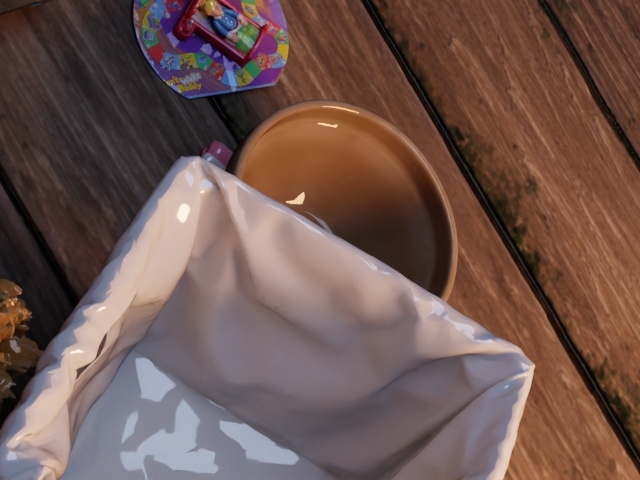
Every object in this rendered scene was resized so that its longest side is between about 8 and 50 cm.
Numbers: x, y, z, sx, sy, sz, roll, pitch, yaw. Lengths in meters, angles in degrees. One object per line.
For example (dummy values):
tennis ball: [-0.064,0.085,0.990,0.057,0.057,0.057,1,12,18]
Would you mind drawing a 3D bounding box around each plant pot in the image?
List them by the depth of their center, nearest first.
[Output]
plant pot: [0.000,0.000,1.520,0.237,0.109,0.237,13,65,-28]

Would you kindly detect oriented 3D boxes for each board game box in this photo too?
board game box: [-0.098,-0.212,1.619,0.168,0.033,0.133,-12,81,-31]

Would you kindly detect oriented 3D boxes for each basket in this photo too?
basket: [-0.071,0.179,1.246,0.331,0.266,0.328,32,49,-6]

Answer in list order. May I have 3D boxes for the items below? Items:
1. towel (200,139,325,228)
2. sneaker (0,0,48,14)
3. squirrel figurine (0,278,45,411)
towel: [-0.086,0.016,1.542,0.144,0.029,0.197,37,53,-15]
sneaker: [-0.249,-0.283,1.497,0.217,0.079,0.121,-37,107,-7]
squirrel figurine: [-0.399,0.006,1.207,0.397,0.281,0.370,47,40,-11]
